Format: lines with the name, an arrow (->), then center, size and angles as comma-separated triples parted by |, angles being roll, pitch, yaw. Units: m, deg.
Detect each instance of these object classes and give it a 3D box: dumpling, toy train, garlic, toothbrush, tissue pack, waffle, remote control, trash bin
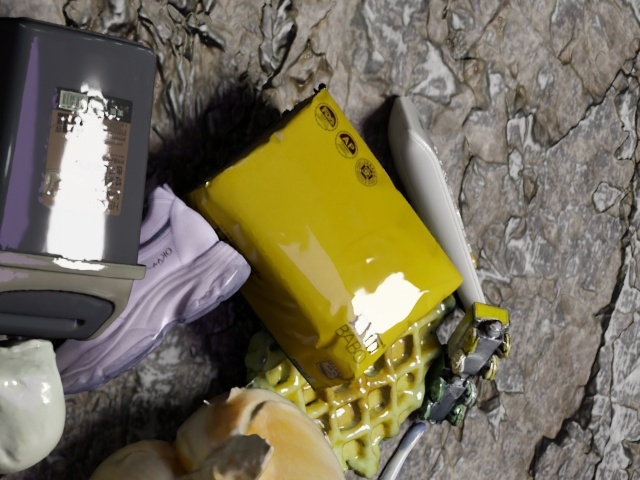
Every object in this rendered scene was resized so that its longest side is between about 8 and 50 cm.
dumpling -> -0.323, 0.165, 1.591 | 0.151, 0.124, 0.229 | -14, 144, -27
toy train -> 0.173, 0.149, 2.018 | 0.060, 0.081, 0.202 | 14, 137, -13
garlic -> -0.101, 0.290, 1.749 | 0.286, 0.249, 0.313 | -54, 152, -8
toothbrush -> 0.063, 0.343, 2.068 | 0.027, 0.021, 0.269 | 43, 72, -46
tissue pack -> 0.000, 0.000, 1.782 | 0.192, 0.134, 0.271 | -42, 101, -25
waffle -> 0.027, 0.120, 1.942 | 0.297, 0.073, 0.317 | 32, 78, -41
remote control -> 0.142, -0.022, 2.001 | 0.055, 0.109, 0.313 | -20, 121, 4
trash bin -> -0.268, -0.054, 1.555 | 0.209, 0.182, 0.290 | 8, 90, -43

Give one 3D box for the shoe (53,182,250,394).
shoe -> -0.203, 0.054, 1.696 | 0.245, 0.137, 0.095 | -36, 171, -3
